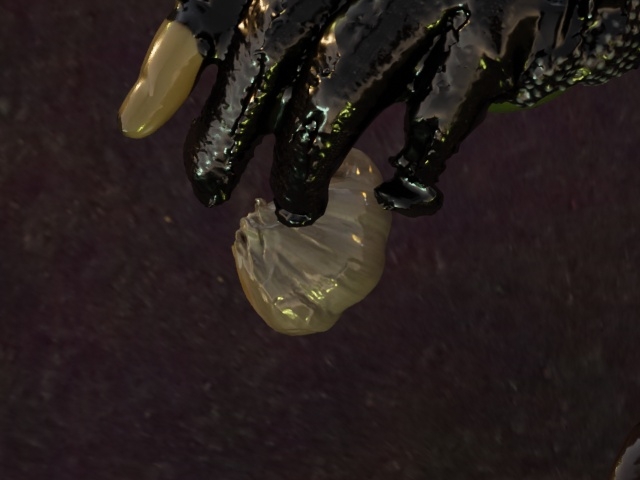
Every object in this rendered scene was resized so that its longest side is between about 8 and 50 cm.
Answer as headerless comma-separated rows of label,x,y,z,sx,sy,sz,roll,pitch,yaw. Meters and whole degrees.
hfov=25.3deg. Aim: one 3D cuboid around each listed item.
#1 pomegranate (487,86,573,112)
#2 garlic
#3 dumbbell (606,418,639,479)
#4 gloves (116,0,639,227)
pomegranate,0.142,-0.213,1.205,0.202,0.248,0.202,-16,54,23
garlic,0.002,-0.001,0.791,0.074,0.094,0.113,10,75,22
dumbbell,0.241,0.149,0.619,0.225,0.140,0.124,13,117,40
gloves,0.011,-0.078,0.505,0.181,0.106,0.129,-19,67,-6
